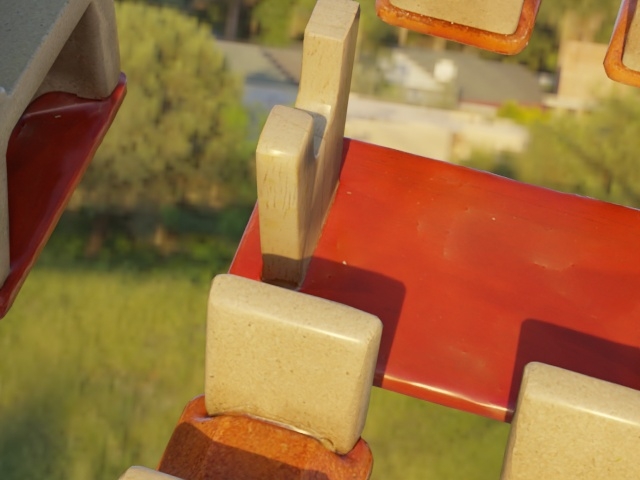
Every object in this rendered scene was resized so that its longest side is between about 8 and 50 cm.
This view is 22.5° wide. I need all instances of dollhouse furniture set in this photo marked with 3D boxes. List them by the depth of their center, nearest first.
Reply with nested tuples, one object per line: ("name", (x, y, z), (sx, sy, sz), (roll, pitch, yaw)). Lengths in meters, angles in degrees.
("dollhouse furniture set", (0.000, 0.000, 0.461), (0.259, 0.135, 0.262), (16, 52, 9))
